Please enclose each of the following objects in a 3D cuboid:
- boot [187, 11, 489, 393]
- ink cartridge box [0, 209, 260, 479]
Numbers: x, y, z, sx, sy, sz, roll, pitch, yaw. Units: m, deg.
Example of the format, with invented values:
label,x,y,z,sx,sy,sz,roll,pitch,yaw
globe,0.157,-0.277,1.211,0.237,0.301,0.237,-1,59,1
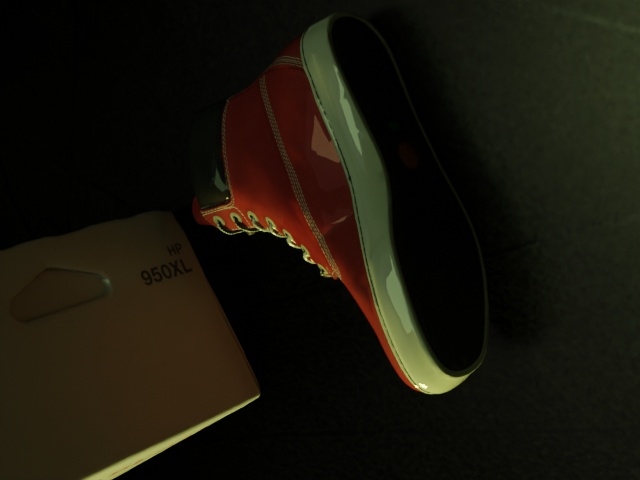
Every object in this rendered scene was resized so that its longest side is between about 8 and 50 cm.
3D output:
label,x,y,z,sx,sy,sz,roll,pitch,yaw
boot,0.000,0.000,0.819,0.176,0.088,0.244,-30,74,38
ink cartridge box,-0.284,0.153,0.940,0.395,0.285,0.166,-33,82,38
